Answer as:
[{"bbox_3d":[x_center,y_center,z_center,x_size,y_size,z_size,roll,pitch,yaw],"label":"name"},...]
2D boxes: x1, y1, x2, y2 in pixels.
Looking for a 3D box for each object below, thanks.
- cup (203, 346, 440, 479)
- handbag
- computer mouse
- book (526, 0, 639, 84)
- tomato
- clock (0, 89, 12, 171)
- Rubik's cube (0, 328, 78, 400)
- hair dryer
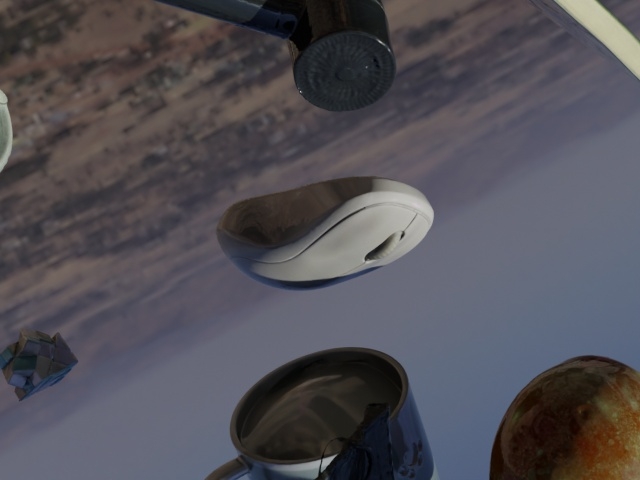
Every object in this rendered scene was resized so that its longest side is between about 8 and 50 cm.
[{"bbox_3d":[-0.005,0.356,1.939,0.357,0.274,0.259,-28,-152,-15],"label":"cup"},{"bbox_3d":[0.015,0.289,1.380,0.089,0.175,0.270,7,-153,22],"label":"handbag"},{"bbox_3d":[0.000,0.000,1.830,0.297,0.121,0.184,-6,160,28],"label":"computer mouse"},{"bbox_3d":[0.139,-0.226,1.070,0.027,0.202,0.264,-49,133,10],"label":"book"},{"bbox_3d":[0.349,0.284,1.765,0.270,0.223,0.270,-38,142,-37],"label":"tomato"},{"bbox_3d":[-0.395,-0.142,1.310,0.053,0.236,0.236,-35,175,23],"label":"clock"},{"bbox_3d":[-0.341,0.140,1.648,0.075,0.073,0.084,-37,170,27],"label":"Rubik's cube"},{"bbox_3d":[-0.056,-0.168,0.953,0.219,0.124,0.071,11,130,-21],"label":"hair dryer"}]
